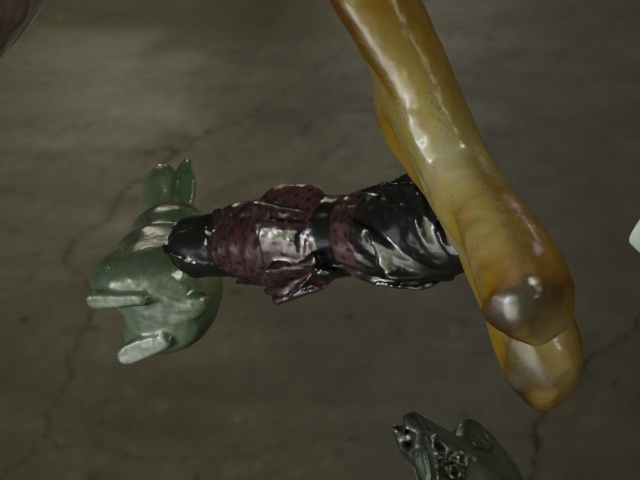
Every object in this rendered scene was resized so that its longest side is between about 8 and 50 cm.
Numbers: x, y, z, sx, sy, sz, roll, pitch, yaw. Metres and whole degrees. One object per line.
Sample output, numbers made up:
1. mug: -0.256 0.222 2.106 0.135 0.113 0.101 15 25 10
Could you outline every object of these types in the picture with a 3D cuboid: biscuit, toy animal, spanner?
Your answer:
1. biscuit: 0.070 -0.026 0.741 0.047 0.164 0.208 -25 65 0
2. toy animal: -0.153 0.014 1.544 0.127 0.125 0.251 14 36 -1
3. spanner: 0.062 0.165 0.836 0.093 0.026 0.325 39 20 1

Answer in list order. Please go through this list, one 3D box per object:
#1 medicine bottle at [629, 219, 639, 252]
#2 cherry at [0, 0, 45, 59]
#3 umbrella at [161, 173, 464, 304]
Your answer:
1. medicine bottle: 0.319 0.032 1.089 0.183 0.086 0.086 44 47 18
2. cherry: -0.241 -0.185 0.650 0.334 0.291 0.326 20 31 20
3. umbrella: 0.000 0.000 1.183 0.326 0.090 0.094 -6 49 41
